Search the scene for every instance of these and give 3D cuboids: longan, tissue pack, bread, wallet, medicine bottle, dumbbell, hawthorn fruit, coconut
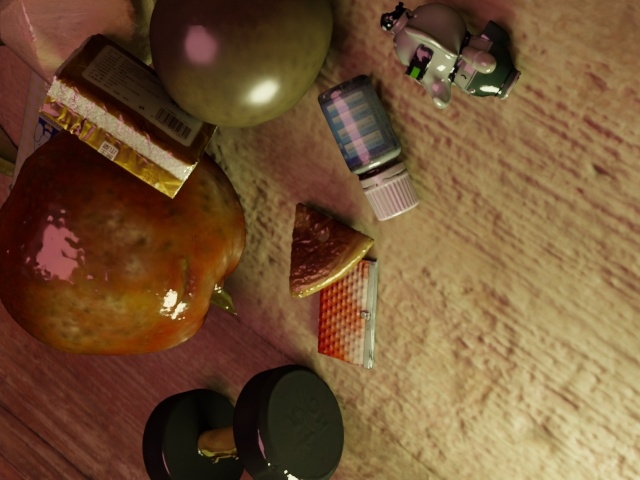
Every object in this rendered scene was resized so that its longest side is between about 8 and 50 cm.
[{"bbox_3d":[-0.113,-0.287,1.313,0.258,0.258,0.258,15,117,31],"label":"longan"},{"bbox_3d":[-0.266,-0.185,1.346,0.226,0.183,0.092,32,118,-11],"label":"tissue pack"},{"bbox_3d":[0.020,0.009,1.452,0.135,0.054,0.154,-9,71,24],"label":"bread"},{"bbox_3d":[0.043,0.107,1.511,0.103,0.020,0.197,17,118,30],"label":"wallet"},{"bbox_3d":[0.073,-0.131,1.349,0.083,0.083,0.203,-24,94,40],"label":"medicine bottle"},{"bbox_3d":[-0.473,-0.174,1.740,0.223,0.077,0.310,37,126,21],"label":"wallet"},{"bbox_3d":[-0.138,0.340,1.624,0.322,0.203,0.204,-20,97,39],"label":"dumbbell"},{"bbox_3d":[-0.303,0.015,1.510,0.402,0.402,0.403,15,117,31],"label":"hawthorn fruit"},{"bbox_3d":[-0.388,-0.356,1.480,0.244,0.239,0.239,-11,105,1],"label":"coconut"}]

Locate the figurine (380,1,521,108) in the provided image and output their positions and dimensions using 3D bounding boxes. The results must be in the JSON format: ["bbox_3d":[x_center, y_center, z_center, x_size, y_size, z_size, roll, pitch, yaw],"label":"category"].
[{"bbox_3d":[0.162,-0.242,1.213,0.192,0.147,0.126,31,107,0],"label":"figurine"}]

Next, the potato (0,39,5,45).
[{"bbox_3d":[-0.628,-0.401,1.750,0.149,0.081,0.120,-37,83,40],"label":"potato"}]

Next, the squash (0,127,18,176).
[{"bbox_3d":[-0.709,-0.246,1.908,0.288,0.203,0.111,29,132,-21],"label":"squash"}]
